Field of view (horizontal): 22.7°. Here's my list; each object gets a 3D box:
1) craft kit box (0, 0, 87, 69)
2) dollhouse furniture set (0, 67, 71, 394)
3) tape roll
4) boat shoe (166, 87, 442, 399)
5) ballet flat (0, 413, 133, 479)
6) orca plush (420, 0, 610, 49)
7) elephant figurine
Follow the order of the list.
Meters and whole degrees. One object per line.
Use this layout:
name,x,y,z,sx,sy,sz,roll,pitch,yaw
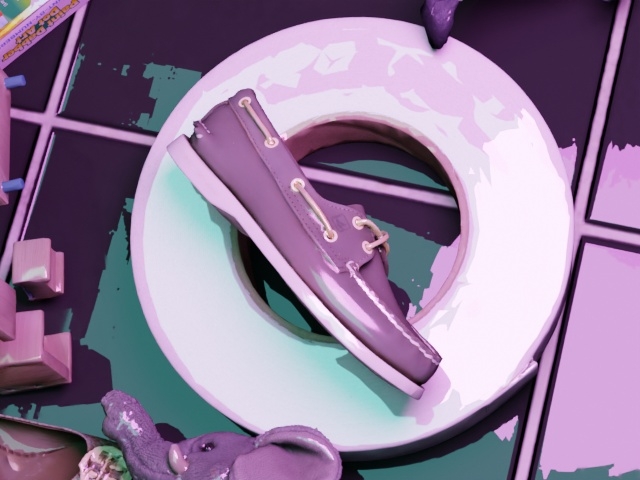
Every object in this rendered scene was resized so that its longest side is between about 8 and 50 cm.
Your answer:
craft kit box,-0.346,-0.286,1.530,0.246,0.061,0.250,-40,74,-1
dollhouse furniture set,-0.359,-0.045,1.368,0.198,0.286,0.303,-9,66,12
tape roll,0.029,-0.003,1.393,0.392,0.072,0.392,-2,75,7
boat shoe,-0.001,-0.001,1.304,0.091,0.109,0.305,-43,70,0
ballet flat,-0.265,0.181,1.373,0.249,0.058,0.084,14,50,18
orca plush,0.197,-0.256,1.427,0.287,0.102,0.151,-40,94,-18
elephant figurine,-0.056,0.221,1.290,0.169,0.186,0.239,-30,47,23
